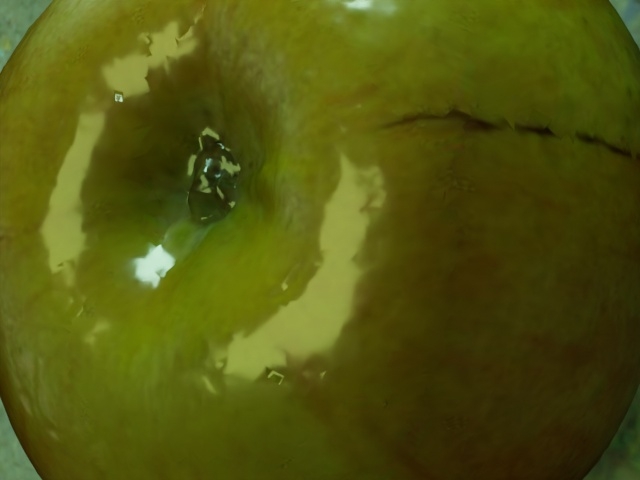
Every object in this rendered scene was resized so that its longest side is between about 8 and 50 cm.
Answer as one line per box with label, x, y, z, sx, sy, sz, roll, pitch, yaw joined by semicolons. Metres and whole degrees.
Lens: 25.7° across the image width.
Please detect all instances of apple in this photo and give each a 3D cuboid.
apple;0.000;0.000;0.545;0.286;0.233;0.286;-3;84;25
